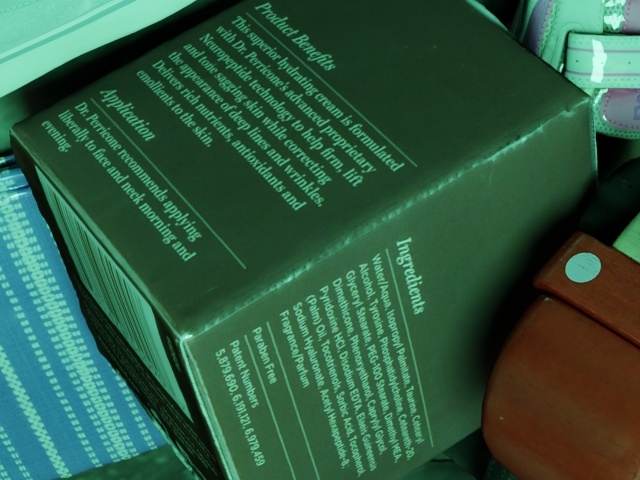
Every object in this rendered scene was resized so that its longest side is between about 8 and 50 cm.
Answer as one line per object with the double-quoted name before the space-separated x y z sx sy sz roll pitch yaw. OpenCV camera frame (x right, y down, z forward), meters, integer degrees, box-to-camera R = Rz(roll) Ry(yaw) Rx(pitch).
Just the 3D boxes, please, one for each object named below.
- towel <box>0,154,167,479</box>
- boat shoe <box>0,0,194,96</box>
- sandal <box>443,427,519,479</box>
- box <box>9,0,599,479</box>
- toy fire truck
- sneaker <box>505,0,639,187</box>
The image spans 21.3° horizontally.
"towel" -0.215 0.063 0.902 0.336 0.040 0.243 -16 137 0
"boat shoe" -0.107 -0.131 0.713 0.227 0.079 0.081 -28 139 14
"sandal" 0.181 0.148 1.056 0.168 0.107 0.446 -31 134 11
"box" 0.000 0.000 0.776 0.203 0.168 0.167 -30 137 -15
"toy fire truck" 0.109 0.110 0.739 0.246 0.158 0.217 -46 143 -13
"sneaker" 0.141 -0.107 0.795 0.103 0.111 0.252 -6 134 -13
